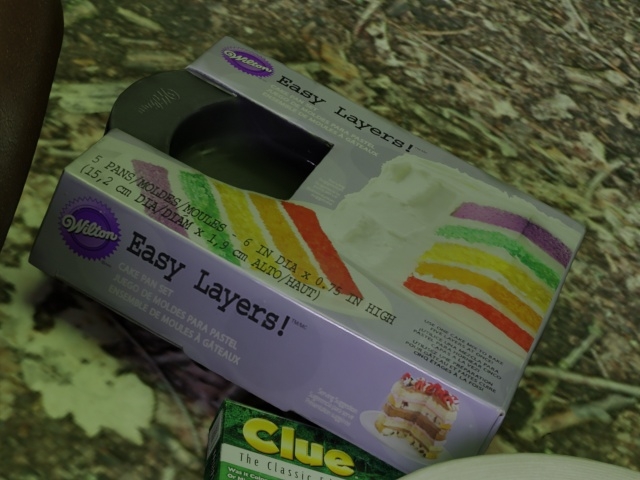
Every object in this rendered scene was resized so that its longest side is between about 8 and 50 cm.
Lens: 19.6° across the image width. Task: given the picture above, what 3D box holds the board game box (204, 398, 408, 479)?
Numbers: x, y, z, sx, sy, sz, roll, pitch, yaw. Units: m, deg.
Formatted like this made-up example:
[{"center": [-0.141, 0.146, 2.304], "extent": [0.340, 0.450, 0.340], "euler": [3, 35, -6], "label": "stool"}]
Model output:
[{"center": [0.066, 0.167, 0.908], "extent": [0.259, 0.030, 0.136], "euler": [18, 38, -11], "label": "board game box"}]

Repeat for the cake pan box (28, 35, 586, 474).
[{"center": [0.000, 0.000, 1.024], "extent": [0.267, 0.070, 0.246], "euler": [29, 27, 6], "label": "cake pan box"}]

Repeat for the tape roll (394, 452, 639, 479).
[{"center": [0.136, 0.263, 0.757], "extent": [0.392, 0.072, 0.392], "euler": [19, 41, -17], "label": "tape roll"}]

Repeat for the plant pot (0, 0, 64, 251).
[{"center": [-0.229, -0.017, 0.833], "extent": [0.215, 0.215, 0.230], "euler": [12, 53, -19], "label": "plant pot"}]
